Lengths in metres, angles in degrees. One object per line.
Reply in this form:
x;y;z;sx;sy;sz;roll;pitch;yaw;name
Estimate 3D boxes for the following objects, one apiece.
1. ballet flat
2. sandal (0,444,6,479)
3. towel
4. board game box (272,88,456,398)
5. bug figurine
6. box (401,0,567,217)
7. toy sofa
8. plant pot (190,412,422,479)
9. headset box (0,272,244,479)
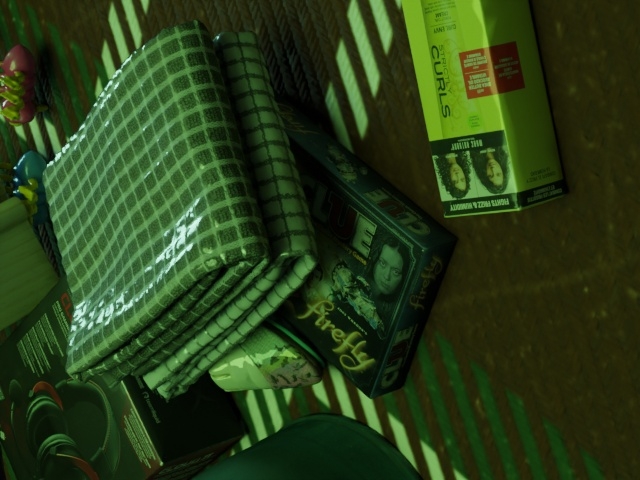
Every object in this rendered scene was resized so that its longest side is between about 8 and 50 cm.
-0.084;0.090;1.565;0.221;0.079;0.077;36;161;43;ballet flat
-0.327;0.318;1.821;0.102;0.169;0.416;-17;92;8;sandal
-0.138;-0.021;1.481;0.283;0.121;0.235;-41;58;42;towel
0.000;0.000;1.491;0.243;0.042;0.165;41;129;32;board game box
-0.368;-0.138;1.826;0.279;0.072;0.216;35;131;31;bug figurine
0.119;-0.138;1.304;0.087;0.058;0.232;-4;99;49;box
-0.446;0.042;1.847;0.362;0.150;0.177;-18;101;53;toy sofa
-0.060;0.316;1.498;0.271;0.255;0.272;17;113;44;plant pot
-0.215;0.160;1.726;0.293;0.110;0.218;-41;71;46;headset box
